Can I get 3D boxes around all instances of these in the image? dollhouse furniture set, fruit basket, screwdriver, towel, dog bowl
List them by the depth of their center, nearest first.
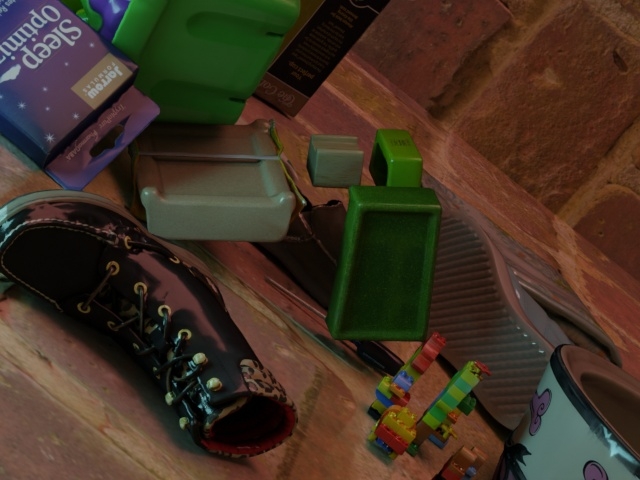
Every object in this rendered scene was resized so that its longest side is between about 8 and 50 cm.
[{"bbox_3d":[0.338,0.287,1.662,0.408,0.150,0.408,38,11,-9],"label":"dog bowl"},{"bbox_3d":[-0.049,-0.015,1.725,0.301,0.151,0.197,2,28,-12],"label":"dollhouse furniture set"},{"bbox_3d":[-0.223,-0.306,1.740,0.392,0.283,0.392,18,44,-18],"label":"fruit basket"},{"bbox_3d":[0.014,0.084,1.747,0.170,0.024,0.025,36,-16,-7],"label":"screwdriver"},{"bbox_3d":[0.248,0.040,2.452,0.374,0.090,0.320,37,13,-13],"label":"towel"}]

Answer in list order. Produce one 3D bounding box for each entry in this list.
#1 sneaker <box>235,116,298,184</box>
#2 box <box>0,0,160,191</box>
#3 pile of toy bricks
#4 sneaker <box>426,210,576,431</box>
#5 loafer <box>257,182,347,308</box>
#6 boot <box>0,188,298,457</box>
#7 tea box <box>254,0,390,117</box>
[{"bbox_3d":[-0.083,-0.104,2.058,0.075,0.057,0.161,41,8,37],"label":"sneaker"},{"bbox_3d":[-0.263,-0.158,1.571,0.225,0.136,0.036,40,-33,1],"label":"box"},{"bbox_3d":[0.117,0.150,1.603,0.118,0.105,0.212,39,12,0],"label":"pile of toy bricks"},{"bbox_3d":[0.211,0.117,2.000,0.150,0.135,0.366,39,18,-42],"label":"sneaker"},{"bbox_3d":[0.000,0.000,1.848,0.251,0.087,0.094,39,12,2],"label":"loafer"},{"bbox_3d":[-0.125,0.061,1.257,0.236,0.085,0.178,26,20,-48],"label":"boot"},{"bbox_3d":[-0.090,-0.415,2.538,0.329,0.323,0.220,30,16,-41],"label":"tea box"}]
